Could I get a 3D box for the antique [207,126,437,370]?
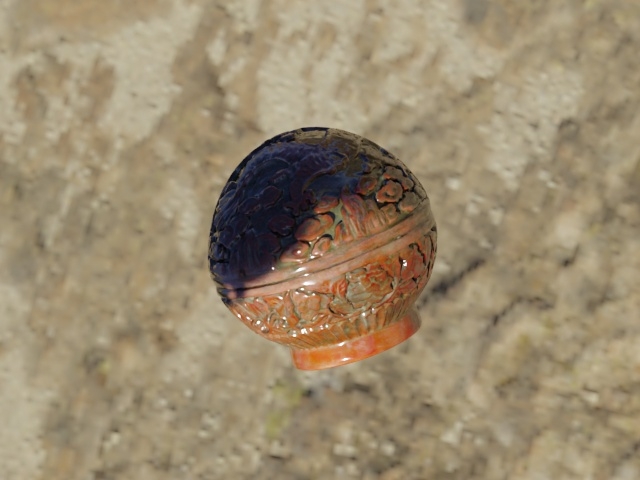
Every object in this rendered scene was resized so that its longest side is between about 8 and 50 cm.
[{"bbox_3d":[0.000,0.000,0.777,0.104,0.104,0.104,-21,61,45],"label":"antique"}]
